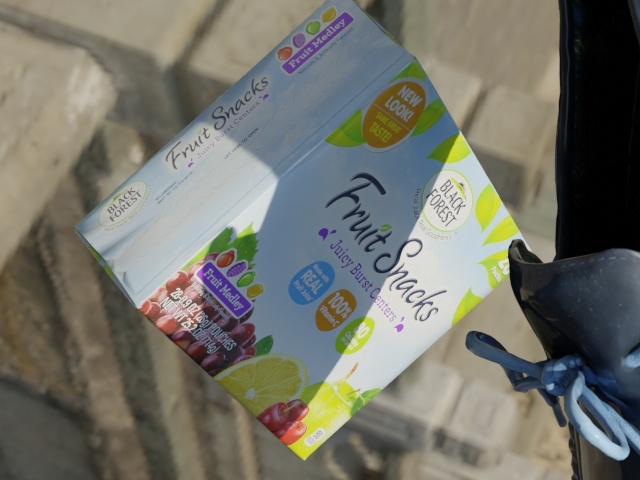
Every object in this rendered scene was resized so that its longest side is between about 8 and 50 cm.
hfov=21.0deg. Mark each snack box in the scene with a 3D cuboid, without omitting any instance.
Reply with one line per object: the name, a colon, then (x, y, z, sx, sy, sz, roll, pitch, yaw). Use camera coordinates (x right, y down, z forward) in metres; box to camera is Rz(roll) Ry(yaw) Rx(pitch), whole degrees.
snack box: (0.000, 0.000, 0.877, 0.174, 0.070, 0.207, -41, 146, -2)

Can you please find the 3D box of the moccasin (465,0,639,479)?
moccasin: (0.121, 0.012, 0.698, 0.137, 0.116, 0.342, -4, -94, 61)
